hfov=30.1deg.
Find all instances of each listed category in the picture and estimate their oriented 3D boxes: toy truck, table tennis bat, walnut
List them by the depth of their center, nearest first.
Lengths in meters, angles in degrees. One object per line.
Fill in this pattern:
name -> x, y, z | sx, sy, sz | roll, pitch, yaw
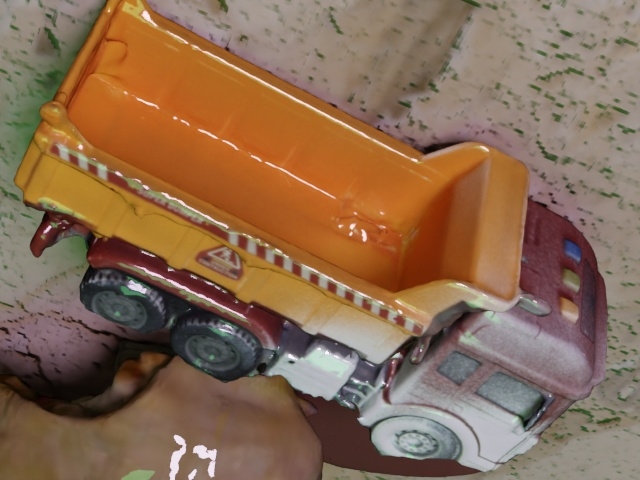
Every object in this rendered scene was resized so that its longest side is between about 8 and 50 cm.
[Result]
toy truck -> 0.000, 0.000, 0.546 | 0.270, 0.114, 0.135 | 27, 137, -12
walnut -> -0.123, 0.150, 0.668 | 0.204, 0.141, 0.238 | 24, 145, -8
table tennis bat -> 0.005, 0.086, 0.690 | 0.246, 0.022, 0.138 | 8, 134, -1
